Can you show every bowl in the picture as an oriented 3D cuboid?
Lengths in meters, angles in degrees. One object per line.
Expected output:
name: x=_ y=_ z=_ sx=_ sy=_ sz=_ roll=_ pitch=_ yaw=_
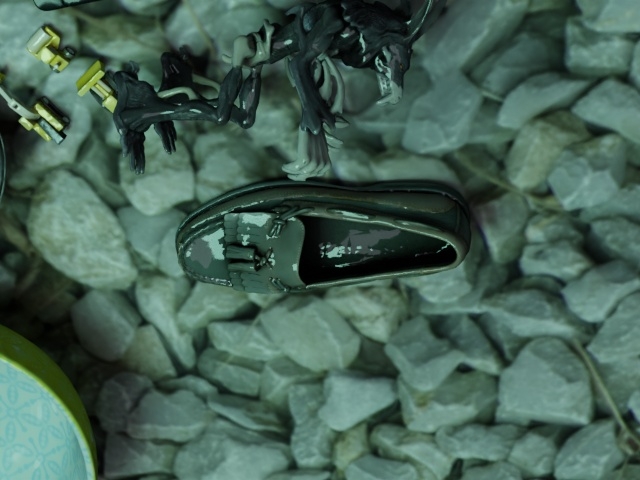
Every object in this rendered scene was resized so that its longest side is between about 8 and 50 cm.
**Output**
bowl: x=-0.338 y=0.173 z=1.252 sx=0.289 sy=0.156 sz=0.289 roll=0 pitch=116 yaw=0

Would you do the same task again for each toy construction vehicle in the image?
toy construction vehicle: x=-0.224 y=-0.127 z=1.172 sx=0.086 sy=0.035 sz=0.098 roll=-39 pitch=109 yaw=17

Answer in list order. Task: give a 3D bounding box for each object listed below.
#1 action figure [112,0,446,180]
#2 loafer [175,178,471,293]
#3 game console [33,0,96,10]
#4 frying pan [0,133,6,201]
action figure: x=-0.019 y=-0.123 z=1.109 sx=0.275 sy=0.164 sz=0.141 roll=-14 pitch=96 yaw=18
loafer: x=0.000 y=0.000 z=1.203 sx=0.267 sy=0.084 sz=0.096 roll=-7 pitch=116 yaw=4
game console: x=-0.190 y=-0.237 z=1.098 sx=0.122 sy=0.071 sz=0.107 roll=-10 pitch=115 yaw=6
frying pan: x=-0.374 y=0.012 z=1.125 sx=0.197 sy=0.053 sz=0.326 roll=10 pitch=73 yaw=18
